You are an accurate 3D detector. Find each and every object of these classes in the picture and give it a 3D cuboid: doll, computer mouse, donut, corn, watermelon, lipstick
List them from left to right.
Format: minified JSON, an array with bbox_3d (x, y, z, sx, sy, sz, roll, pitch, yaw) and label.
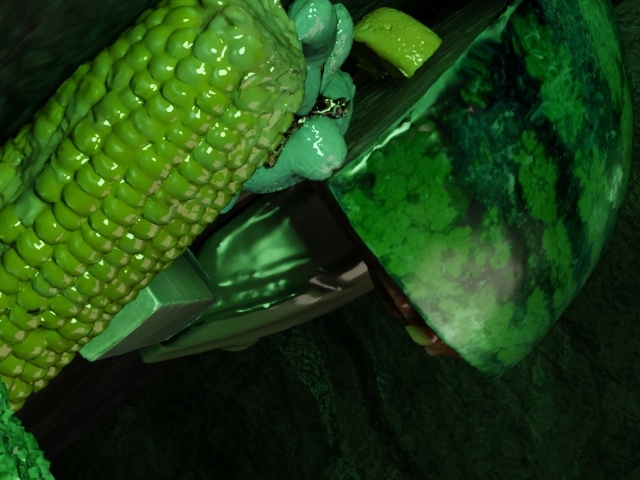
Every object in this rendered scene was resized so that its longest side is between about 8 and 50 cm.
[{"bbox_3d":[-0.128,0.013,0.625,0.320,0.097,0.097,-41,176,22],"label":"corn"},{"bbox_3d":[-0.135,0.039,1.121,0.066,0.068,0.317,-37,178,2],"label":"lipstick"},{"bbox_3d":[-0.011,-0.071,0.818,0.120,0.075,0.180,-41,178,-16],"label":"doll"},{"bbox_3d":[0.000,0.004,1.542,0.429,0.145,0.228,-38,180,-2],"label":"computer mouse"},{"bbox_3d":[0.047,-0.120,0.944,0.038,0.067,0.083,-52,160,-4],"label":"donut"},{"bbox_3d":[0.132,-0.055,1.041,0.292,0.222,0.319,-37,-171,-10],"label":"watermelon"}]

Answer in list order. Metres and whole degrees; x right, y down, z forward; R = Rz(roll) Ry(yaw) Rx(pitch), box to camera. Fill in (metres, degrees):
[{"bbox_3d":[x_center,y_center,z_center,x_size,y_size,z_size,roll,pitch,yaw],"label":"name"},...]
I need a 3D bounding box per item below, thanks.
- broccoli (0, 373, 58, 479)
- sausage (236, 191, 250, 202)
[{"bbox_3d":[-0.183,0.097,0.370,0.269,0.269,0.254,-37,-147,-25],"label":"broccoli"},{"bbox_3d":[-0.044,-0.057,1.166,0.116,0.026,0.026,-36,177,-42],"label":"sausage"}]
